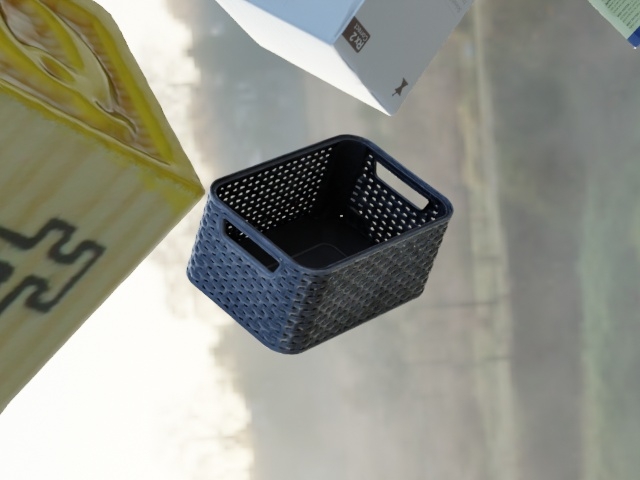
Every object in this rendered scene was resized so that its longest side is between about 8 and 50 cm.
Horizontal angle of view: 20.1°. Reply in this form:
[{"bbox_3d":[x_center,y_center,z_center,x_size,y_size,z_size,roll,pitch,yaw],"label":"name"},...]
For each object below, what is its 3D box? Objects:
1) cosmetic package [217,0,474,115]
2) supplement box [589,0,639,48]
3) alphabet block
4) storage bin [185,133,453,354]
[{"bbox_3d":[0.016,-0.239,1.664,0.151,0.183,0.151,-56,-32,-5],"label":"cosmetic package"},{"bbox_3d":[0.192,-0.176,1.064,0.056,0.083,0.083,-40,-7,-38],"label":"supplement box"},{"bbox_3d":[-0.217,-0.047,1.011,0.193,0.197,0.192,26,-156,-45],"label":"alphabet block"},{"bbox_3d":[0.000,0.000,1.393,0.180,0.122,0.084,-22,-39,-45],"label":"storage bin"}]
